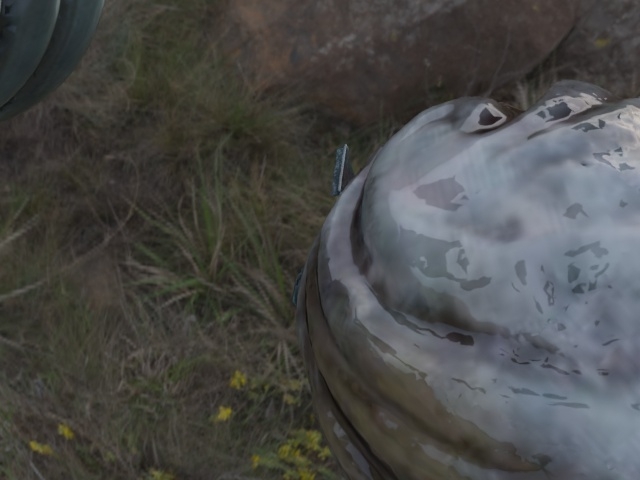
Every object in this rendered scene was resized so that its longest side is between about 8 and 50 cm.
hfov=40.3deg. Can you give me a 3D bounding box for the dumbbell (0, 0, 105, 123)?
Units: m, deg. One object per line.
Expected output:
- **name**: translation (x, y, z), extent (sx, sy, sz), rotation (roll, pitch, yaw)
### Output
- **dumbbell**: translation (-0.179, -0.051, 0.220), extent (0.179, 0.179, 0.406), rotation (17, 31, -4)

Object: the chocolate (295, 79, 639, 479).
- **chocolate**: translation (0.104, 0.026, 0.478), extent (0.213, 0.303, 0.303), rotation (56, 51, -28)

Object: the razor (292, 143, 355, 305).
- **razor**: translation (0.006, 0.002, 0.835), extent (0.033, 0.190, 0.066), rotation (15, 44, -6)
